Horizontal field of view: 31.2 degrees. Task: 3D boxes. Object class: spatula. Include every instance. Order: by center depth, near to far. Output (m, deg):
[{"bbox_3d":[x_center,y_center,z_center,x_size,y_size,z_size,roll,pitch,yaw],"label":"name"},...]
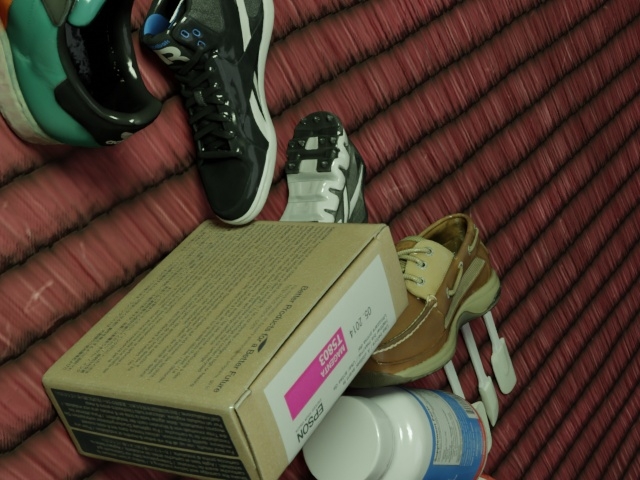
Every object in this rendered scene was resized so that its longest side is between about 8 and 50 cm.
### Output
[{"bbox_3d":[0.201,0.155,1.478,0.168,0.019,0.242,-53,134,-38],"label":"spatula"}]

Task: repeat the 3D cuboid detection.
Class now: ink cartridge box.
[{"bbox_3d":[-0.069,0.079,0.911,0.234,0.193,0.088,-47,130,-43],"label":"ink cartridge box"}]

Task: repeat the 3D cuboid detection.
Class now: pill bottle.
[{"bbox_3d":[0.077,0.214,1.205,0.221,0.124,0.124,16,80,-55],"label":"pill bottle"}]

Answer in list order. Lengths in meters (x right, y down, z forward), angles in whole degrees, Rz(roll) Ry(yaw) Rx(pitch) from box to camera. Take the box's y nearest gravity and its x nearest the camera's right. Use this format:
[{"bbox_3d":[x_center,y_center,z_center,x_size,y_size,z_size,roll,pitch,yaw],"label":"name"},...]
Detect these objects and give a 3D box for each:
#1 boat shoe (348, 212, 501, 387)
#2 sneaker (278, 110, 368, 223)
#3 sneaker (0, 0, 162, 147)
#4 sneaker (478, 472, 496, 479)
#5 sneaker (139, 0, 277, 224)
[{"bbox_3d":[0.096,0.056,1.237,0.324,0.123,0.120,-36,117,-59],"label":"boat shoe"},{"bbox_3d":[0.000,0.000,1.108,0.106,0.078,0.234,37,61,-49],"label":"sneaker"},{"bbox_3d":[-0.186,-0.204,0.771,0.108,0.121,0.302,-47,130,-44],"label":"sneaker"},{"bbox_3d":[0.177,0.361,1.405,0.221,0.087,0.128,45,55,-47],"label":"sneaker"},{"bbox_3d":[-0.102,-0.125,0.955,0.121,0.079,0.216,11,76,-53],"label":"sneaker"}]
